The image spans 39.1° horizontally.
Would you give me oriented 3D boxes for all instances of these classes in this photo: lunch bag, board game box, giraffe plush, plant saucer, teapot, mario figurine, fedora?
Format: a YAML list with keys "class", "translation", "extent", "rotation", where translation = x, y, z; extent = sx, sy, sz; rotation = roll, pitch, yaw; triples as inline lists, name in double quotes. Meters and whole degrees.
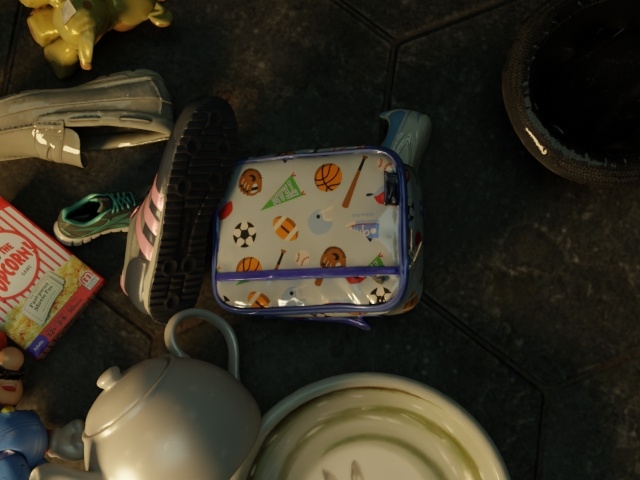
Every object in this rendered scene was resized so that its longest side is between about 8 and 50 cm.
- class: "lunch bag"
  translation: [0.000, 0.000, 1.237]
  extent: [0.303, 0.115, 0.243]
  rotation: [-2, 80, 22]
- class: "board game box"
  translation: [-0.428, 0.054, 1.287]
  extent: [0.193, 0.045, 0.147]
  rotation: [38, 79, 2]
- class: "giraffe plush"
  translation: [-0.319, -0.347, 1.307]
  extent: [0.170, 0.210, 0.182]
  rotation: [-29, 115, -29]
- class: "plant saucer"
  translation: [0.063, 0.381, 1.230]
  extent: [0.400, 0.100, 0.401]
  rotation: [0, 82, -1]
- class: "teapot"
  translation: [-0.211, 0.233, 1.165]
  extent: [0.252, 0.256, 0.187]
  rotation: [-38, 101, 6]
- class: "mario figurine"
  translation: [-0.403, 0.230, 1.187]
  extent: [0.170, 0.198, 0.320]
  rotation: [-29, 66, -27]
- class: "fedora"
  translation: [0.416, -0.216, 1.306]
  extent: [0.333, 0.152, 0.334]
  rotation: [0, 81, -2]

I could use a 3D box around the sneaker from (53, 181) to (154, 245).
- class: "sneaker"
  translation: [-0.300, -0.044, 1.288]
  extent: [0.166, 0.076, 0.065]
  rotation: [-26, 79, -18]

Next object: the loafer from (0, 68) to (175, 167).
- class: "loafer"
  translation: [-0.367, -0.158, 1.295]
  extent: [0.319, 0.112, 0.112]
  rotation: [-15, 74, -5]

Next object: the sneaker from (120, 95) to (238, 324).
- class: "sneaker"
  translation: [-0.212, -0.054, 1.240]
  extent: [0.131, 0.112, 0.319]
  rotation: [26, 102, 42]

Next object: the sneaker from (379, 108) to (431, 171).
- class: "sneaker"
  translation: [0.100, -0.076, 1.319]
  extent: [0.086, 0.085, 0.237]
  rotation: [11, 83, 23]
